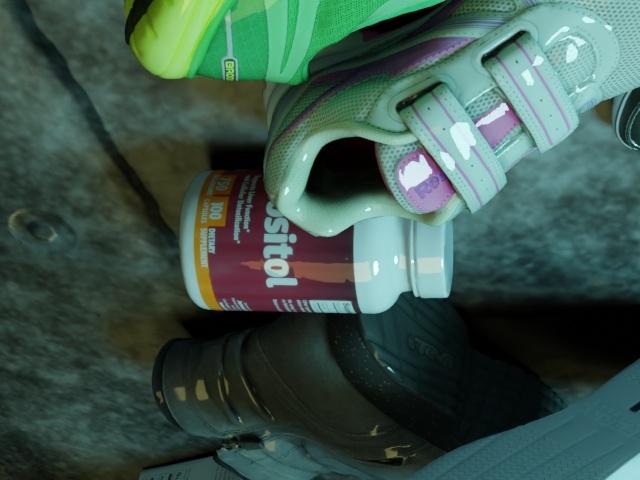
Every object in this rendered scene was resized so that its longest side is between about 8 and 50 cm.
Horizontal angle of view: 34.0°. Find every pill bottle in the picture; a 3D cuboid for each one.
[{"bbox_3d":[0.000,0.000,0.618,0.151,0.086,0.086,0,139,12],"label":"pill bottle"}]

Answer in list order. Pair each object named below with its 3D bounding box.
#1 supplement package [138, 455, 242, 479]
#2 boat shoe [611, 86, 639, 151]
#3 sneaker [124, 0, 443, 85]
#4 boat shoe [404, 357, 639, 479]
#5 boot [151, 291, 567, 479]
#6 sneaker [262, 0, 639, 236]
[{"bbox_3d":[-0.072,0.350,0.905,0.145,0.262,0.204,-18,132,31],"label":"supplement package"},{"bbox_3d":[0.191,-0.086,0.509,0.049,0.040,0.142,22,138,-13],"label":"boat shoe"},{"bbox_3d":[0.027,-0.169,0.422,0.123,0.110,0.295,11,144,-37],"label":"sneaker"},{"bbox_3d":[0.165,0.171,0.632,0.335,0.121,0.119,-25,107,-11],"label":"boat shoe"},{"bbox_3d":[0.053,0.156,0.786,0.222,0.118,0.338,-24,118,38],"label":"boot"},{"bbox_3d":[0.073,-0.065,0.506,0.252,0.111,0.103,-24,129,34],"label":"sneaker"}]
